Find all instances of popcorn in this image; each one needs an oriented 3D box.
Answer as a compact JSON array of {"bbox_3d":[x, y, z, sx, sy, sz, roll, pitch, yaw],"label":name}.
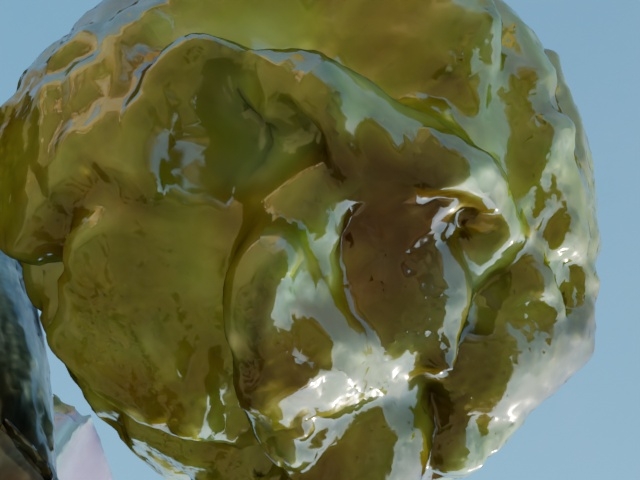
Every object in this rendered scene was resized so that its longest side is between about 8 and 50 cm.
[{"bbox_3d":[0.001,-0.008,0.895,0.247,0.282,0.282,36,-58,39],"label":"popcorn"}]

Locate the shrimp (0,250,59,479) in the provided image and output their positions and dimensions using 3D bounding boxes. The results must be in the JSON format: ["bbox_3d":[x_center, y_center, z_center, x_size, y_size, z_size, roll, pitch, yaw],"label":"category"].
[{"bbox_3d":[-0.197,0.052,0.909,0.110,0.221,0.446,-32,-113,15],"label":"shrimp"}]

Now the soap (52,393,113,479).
[{"bbox_3d":[-0.381,0.175,1.394,0.446,0.261,0.156,7,-48,19],"label":"soap"}]
